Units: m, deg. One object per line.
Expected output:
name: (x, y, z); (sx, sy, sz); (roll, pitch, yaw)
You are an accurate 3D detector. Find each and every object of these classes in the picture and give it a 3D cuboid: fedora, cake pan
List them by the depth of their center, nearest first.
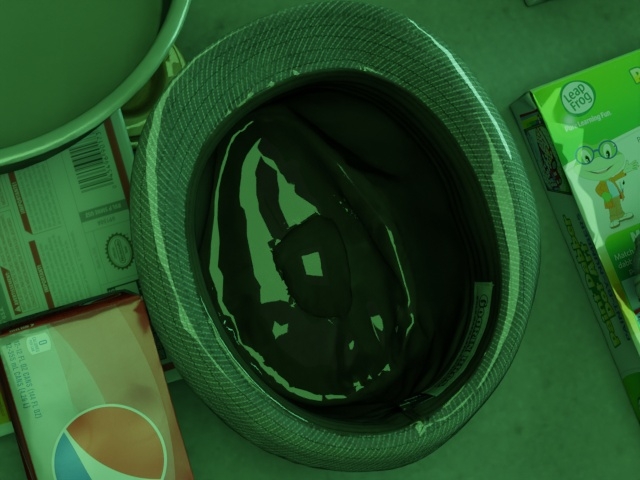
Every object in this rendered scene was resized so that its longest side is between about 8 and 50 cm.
cake pan: (-0.219, -0.156, 1.131); (0.293, 0.054, 0.293); (1, 63, -3)
fedora: (0.000, 0.000, 1.154); (0.244, 0.124, 0.275); (-31, 99, -15)

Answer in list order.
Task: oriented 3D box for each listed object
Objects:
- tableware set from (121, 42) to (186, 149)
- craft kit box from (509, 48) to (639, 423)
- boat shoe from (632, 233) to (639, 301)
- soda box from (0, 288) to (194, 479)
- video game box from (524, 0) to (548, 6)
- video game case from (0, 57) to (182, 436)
tableware set: (-0.175, -0.094, 1.183); (0.194, 0.039, 0.128); (-9, 85, -11)
craft kit box: (0.283, -0.023, 1.251); (0.250, 0.061, 0.246); (-21, 90, -12)
boat shoe: (0.312, -0.058, 1.180); (0.320, 0.118, 0.103); (-29, 83, -16)
soda box: (-0.115, 0.166, 1.122); (0.092, 0.083, 0.263); (-17, 95, -12)
video game box: (0.142, -0.267, 1.186); (0.048, 0.187, 0.205); (-17, 87, -12)
video game case: (-0.237, 0.026, 1.142); (0.285, 0.025, 0.204); (-17, 100, -12)
